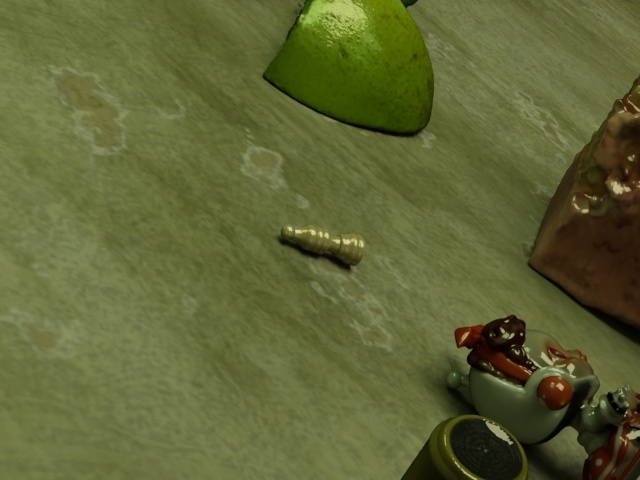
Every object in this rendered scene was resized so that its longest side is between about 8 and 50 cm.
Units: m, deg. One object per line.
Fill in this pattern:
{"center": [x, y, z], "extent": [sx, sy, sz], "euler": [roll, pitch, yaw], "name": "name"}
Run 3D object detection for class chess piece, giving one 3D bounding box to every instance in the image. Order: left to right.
{"center": [0.000, 0.000, 1.333], "extent": [0.092, 0.035, 0.035], "euler": [15, 35, -24], "name": "chess piece"}

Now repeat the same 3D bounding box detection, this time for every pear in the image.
{"center": [0.075, -0.255, 1.683], "extent": [0.239, 0.139, 0.288], "euler": [39, 31, -11], "name": "pear"}

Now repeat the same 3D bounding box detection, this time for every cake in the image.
{"center": [0.466, -0.048, 1.597], "extent": [0.314, 0.306, 0.293], "euler": [37, 33, 3], "name": "cake"}

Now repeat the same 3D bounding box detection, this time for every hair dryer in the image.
{"center": [0.037, 0.229, 0.964], "extent": [0.279, 0.135, 0.090], "euler": [-12, 52, -39], "name": "hair dryer"}

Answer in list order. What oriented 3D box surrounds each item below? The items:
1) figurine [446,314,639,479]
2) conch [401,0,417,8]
{"center": [0.230, 0.155, 1.244], "extent": [0.226, 0.160, 0.183], "euler": [38, 28, 21], "name": "figurine"}
{"center": [0.076, -0.407, 1.879], "extent": [0.202, 0.134, 0.196], "euler": [48, 34, 22], "name": "conch"}
